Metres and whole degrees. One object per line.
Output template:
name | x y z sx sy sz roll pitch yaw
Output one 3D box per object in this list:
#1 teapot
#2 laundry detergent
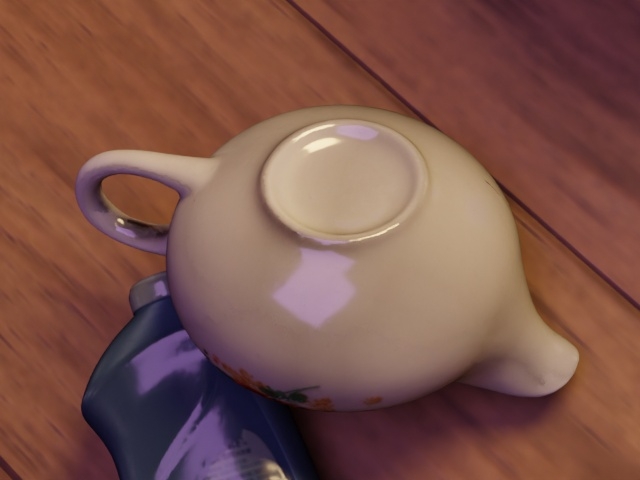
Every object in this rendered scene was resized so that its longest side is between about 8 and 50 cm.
teapot | 0.000 0.000 0.798 0.226 0.092 0.145 18 51 16
laundry detergent | -0.046 0.104 0.830 0.096 0.061 0.206 -21 76 18
